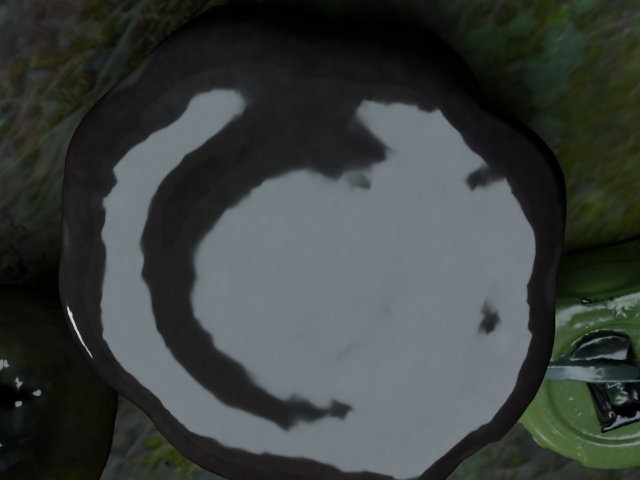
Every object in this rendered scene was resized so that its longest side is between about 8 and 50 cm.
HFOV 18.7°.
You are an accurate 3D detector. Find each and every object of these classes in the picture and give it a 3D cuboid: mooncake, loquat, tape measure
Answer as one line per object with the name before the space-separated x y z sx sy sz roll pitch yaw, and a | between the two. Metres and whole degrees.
mooncake | 0.000 0.000 1.153 0.306 0.154 0.306 2 105 8
loquat | -0.219 0.116 1.225 0.179 0.179 0.227 41 131 -18
tape measure | 0.191 0.073 1.254 0.177 0.087 0.154 -11 117 9
